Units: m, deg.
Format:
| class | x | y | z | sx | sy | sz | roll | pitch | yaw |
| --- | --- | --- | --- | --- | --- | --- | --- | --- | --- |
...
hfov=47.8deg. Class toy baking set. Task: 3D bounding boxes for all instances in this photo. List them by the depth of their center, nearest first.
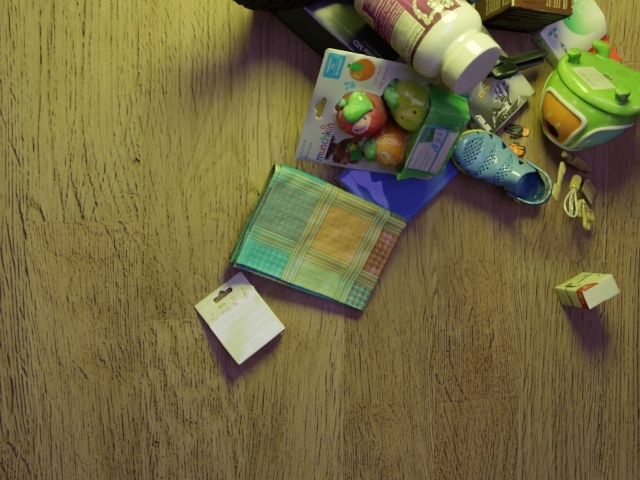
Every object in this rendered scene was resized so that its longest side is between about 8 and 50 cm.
| class | x | y | z | sx | sy | sz | roll | pitch | yaw |
| --- | --- | --- | --- | --- | --- | --- | --- | --- | --- |
| toy baking set | 0.669 | -0.135 | 1.874 | 0.256 | 0.030 | 0.196 | 22 | 62 | -43 |

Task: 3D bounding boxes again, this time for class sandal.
| class | x | y | z | sx | sy | sz | roll | pitch | yaw |
| --- | --- | --- | --- | --- | --- | --- | --- | --- | --- |
| sandal | 0.469 | -0.177 | 1.810 | 0.317 | 0.138 | 0.126 | 23 | 103 | -23 |

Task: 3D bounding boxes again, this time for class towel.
| class | x | y | z | sx | sy | sz | roll | pitch | yaw |
| --- | --- | --- | --- | --- | --- | --- | --- | --- | --- |
| towel | 0.000 | 0.000 | 1.738 | 0.370 | 0.040 | 0.271 | 22 | 100 | -20 |

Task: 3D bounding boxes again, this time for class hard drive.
| class | x | y | z | sx | sy | sz | roll | pitch | yaw |
| --- | --- | --- | --- | --- | --- | --- | --- | --- | --- |
| hard drive | 0.219 | -0.188 | 1.824 | 0.319 | 0.040 | 0.210 | -44 | 102 | -8 |

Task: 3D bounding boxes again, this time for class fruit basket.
| class | x | y | z | sx | sy | sz | roll | pitch | yaw |
| --- | --- | --- | --- | --- | --- | --- | --- | --- | --- |
| fruit basket | 0.145 | -0.264 | 1.643 | 0.353 | 0.327 | 0.165 | 4 | 49 | -15 |

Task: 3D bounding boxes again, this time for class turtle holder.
| class | x | y | z | sx | sy | sz | roll | pitch | yaw |
| --- | --- | --- | --- | --- | --- | --- | --- | --- | --- |
| turtle holder | 0.698 | -0.365 | 1.850 | 0.243 | 0.227 | 0.320 | 34 | 43 | 10 |

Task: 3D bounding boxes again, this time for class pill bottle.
| class | x | y | z | sx | sy | sz | roll | pitch | yaw |
| --- | --- | --- | --- | --- | --- | --- | --- | --- | --- |
| pill bottle | 0.222 | -0.444 | 1.486 | 0.169 | 0.169 | 0.301 | -38 | 71 | -9 |

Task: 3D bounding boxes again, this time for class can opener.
| class | x | y | z | sx | sy | sz | roll | pitch | yaw |
| --- | --- | --- | --- | --- | --- | --- | --- | --- | --- |
| can opener | 0.490 | -0.443 | 1.817 | 0.186 | 0.059 | 0.073 | -20 | 70 | -23 |

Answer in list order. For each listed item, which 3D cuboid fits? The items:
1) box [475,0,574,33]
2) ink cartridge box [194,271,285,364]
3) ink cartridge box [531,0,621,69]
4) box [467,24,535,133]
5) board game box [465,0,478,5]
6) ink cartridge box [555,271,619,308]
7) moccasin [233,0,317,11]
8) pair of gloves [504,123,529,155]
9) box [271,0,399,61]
| class | x | y | z | sx | sy | sz | roll | pitch | yaw |
| --- | --- | --- | --- | --- | --- | --- | --- | --- | --- |
| box | 0.504 | -0.625 | 1.789 | 0.167 | 0.203 | 0.168 | 2 | 93 | -14 |
| ink cartridge box | -0.195 | 0.190 | 1.752 | 0.145 | 0.045 | 0.179 | -38 | 83 | -9 |
| ink cartridge box | 0.697 | -0.516 | 1.922 | 0.181 | 0.056 | 0.224 | -43 | 100 | -8 |
| box | 0.411 | -0.405 | 1.853 | 0.183 | 0.056 | 0.231 | -44 | 102 | -8 |
| board game box | 0.311 | -0.589 | 1.522 | 0.142 | 0.275 | 0.144 | -46 | 103 | -8 |
| ink cartridge box | 0.706 | 0.132 | 1.916 | 0.099 | 0.135 | 0.056 | -27 | 96 | -12 |
| moccasin | -0.020 | -0.582 | 1.510 | 0.380 | 0.139 | 0.147 | -21 | 97 | -12 |
| pair of gloves | 0.516 | -0.266 | 1.911 | 0.074 | 0.010 | 0.083 | 8 | 90 | -14 |
| box | 0.084 | -0.592 | 1.698 | 0.343 | 0.179 | 0.312 | 39 | 83 | -13 |
